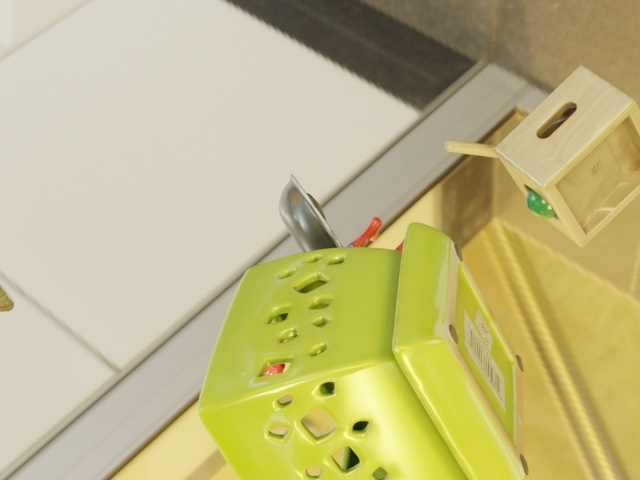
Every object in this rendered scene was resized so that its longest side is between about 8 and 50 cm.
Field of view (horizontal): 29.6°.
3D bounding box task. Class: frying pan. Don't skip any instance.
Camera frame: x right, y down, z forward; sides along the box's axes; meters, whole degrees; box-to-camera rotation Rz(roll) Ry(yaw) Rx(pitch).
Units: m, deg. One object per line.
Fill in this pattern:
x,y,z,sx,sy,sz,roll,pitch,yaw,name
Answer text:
-0.011,-0.018,1.379,0.197,0.053,0.326,57,178,-40,frying pan

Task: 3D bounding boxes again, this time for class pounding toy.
0.213,-0.077,1.100,0.100,0.141,0.130,46,180,43,pounding toy

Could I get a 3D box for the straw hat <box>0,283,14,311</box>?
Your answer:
-0.304,-0.001,1.001,0.145,0.061,0.144,28,-175,-3,straw hat

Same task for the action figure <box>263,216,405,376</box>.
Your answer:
0.011,0.107,1.588,0.091,0.280,0.139,32,143,20,action figure

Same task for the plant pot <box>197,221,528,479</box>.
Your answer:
0.054,0.132,1.059,0.207,0.227,0.228,-22,115,20,plant pot
